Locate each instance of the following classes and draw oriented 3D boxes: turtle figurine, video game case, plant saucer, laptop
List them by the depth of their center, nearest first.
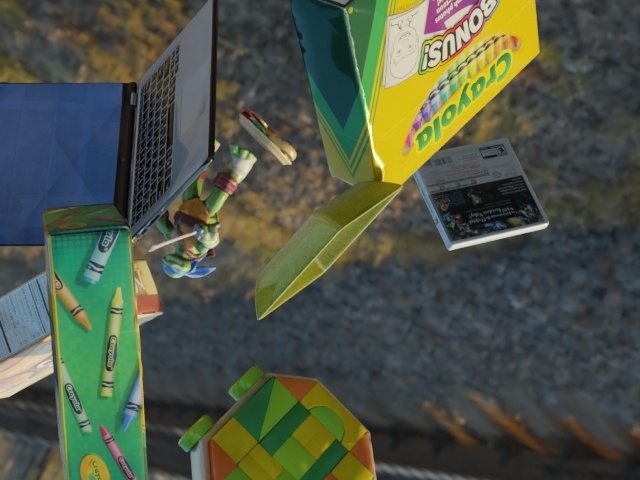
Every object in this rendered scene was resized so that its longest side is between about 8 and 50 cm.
[{"bbox_3d":[0.000,0.000,1.817,0.045,0.188,0.188,46,123,6],"label":"plant saucer"},{"bbox_3d":[0.257,-0.078,2.337,0.173,0.190,0.022,67,153,23],"label":"video game case"},{"bbox_3d":[-0.375,-0.201,2.376,0.236,0.382,0.408,23,134,-28],"label":"laptop"},{"bbox_3d":[-0.251,-0.075,2.619,0.275,0.266,0.198,31,171,-29],"label":"turtle figurine"}]

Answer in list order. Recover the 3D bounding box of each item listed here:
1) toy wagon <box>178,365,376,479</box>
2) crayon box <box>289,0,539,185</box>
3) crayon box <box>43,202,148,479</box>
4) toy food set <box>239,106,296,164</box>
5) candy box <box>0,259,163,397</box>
[{"bbox_3d":[-0.067,0.332,1.919,0.267,0.344,0.068,45,137,2],"label":"toy wagon"},{"bbox_3d":[0.137,-0.284,1.868,0.106,0.363,0.313,26,146,35],"label":"crayon box"},{"bbox_3d":[-0.226,0.112,1.426,0.081,0.278,0.165,-5,-170,-12],"label":"crayon box"},{"bbox_3d":[-0.060,-0.116,1.597,0.082,0.020,0.083,44,179,0],"label":"toy food set"},{"bbox_3d":[-0.391,0.127,1.937,0.316,0.087,0.183,-29,167,28],"label":"candy box"}]
